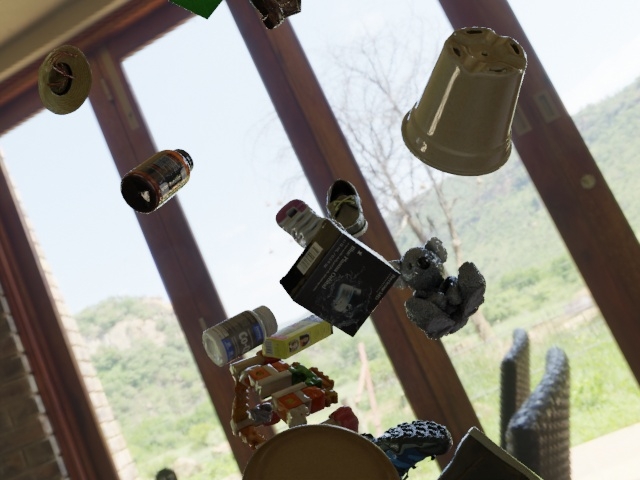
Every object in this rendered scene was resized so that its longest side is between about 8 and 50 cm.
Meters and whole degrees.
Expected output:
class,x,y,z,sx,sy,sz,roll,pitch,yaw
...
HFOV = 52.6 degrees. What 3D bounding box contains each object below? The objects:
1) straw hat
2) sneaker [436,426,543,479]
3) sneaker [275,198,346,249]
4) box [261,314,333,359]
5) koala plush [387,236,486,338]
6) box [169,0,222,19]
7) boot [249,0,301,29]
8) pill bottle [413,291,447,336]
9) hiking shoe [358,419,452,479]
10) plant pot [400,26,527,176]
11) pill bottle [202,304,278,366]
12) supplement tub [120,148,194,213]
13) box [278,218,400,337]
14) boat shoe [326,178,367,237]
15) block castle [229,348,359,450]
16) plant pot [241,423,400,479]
class,x,y,z,sx,sy,sz,roll,pitch,yaw
straw hat,-0.541,-0.335,1.325,0.144,0.061,0.144,-50,-27,-37
sneaker,0.294,0.408,1.022,0.118,0.222,0.083,-52,-48,-4
sneaker,0.000,0.000,1.433,0.095,0.236,0.104,-42,-42,-7
box,-0.063,0.271,1.839,0.087,0.058,0.232,1,12,37
koala plush,0.265,0.105,1.562,0.196,0.221,0.203,-33,-32,-3
box,-0.276,-0.755,1.668,0.126,0.231,0.262,17,-37,-37
boot,-0.086,-0.478,1.259,0.037,0.106,0.114,2,37,42
pill bottle,0.371,0.209,2.034,0.094,0.169,0.094,-33,-24,-17
hiking shoe,0.168,0.484,1.426,0.304,0.132,0.113,-24,-5,36
plant pot,0.415,-0.403,1.800,0.333,0.334,0.305,-20,-35,-22
pill bottle,-0.157,0.184,1.280,0.137,0.078,0.078,-26,-7,-33
supplement tub,-0.378,-0.151,1.535,0.106,0.106,0.198,-31,14,34
box,0.037,0.071,1.222,0.156,0.158,0.093,-54,28,4
boat shoe,0.069,-0.090,1.874,0.109,0.091,0.305,-15,24,4
block castle,-0.073,0.527,1.905,0.212,0.303,0.453,-15,29,-34
plant pot,0.003,0.365,0.946,0.236,0.236,0.032,-27,12,13
